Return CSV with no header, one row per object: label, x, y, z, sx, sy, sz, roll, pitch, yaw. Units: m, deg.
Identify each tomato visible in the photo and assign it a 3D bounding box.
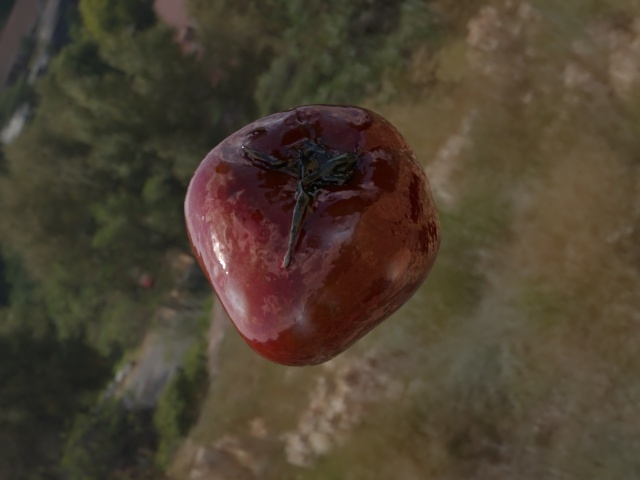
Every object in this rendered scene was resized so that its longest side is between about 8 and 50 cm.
tomato,0.000,0.000,1.066,0.187,0.187,0.151,-97,4,-53
